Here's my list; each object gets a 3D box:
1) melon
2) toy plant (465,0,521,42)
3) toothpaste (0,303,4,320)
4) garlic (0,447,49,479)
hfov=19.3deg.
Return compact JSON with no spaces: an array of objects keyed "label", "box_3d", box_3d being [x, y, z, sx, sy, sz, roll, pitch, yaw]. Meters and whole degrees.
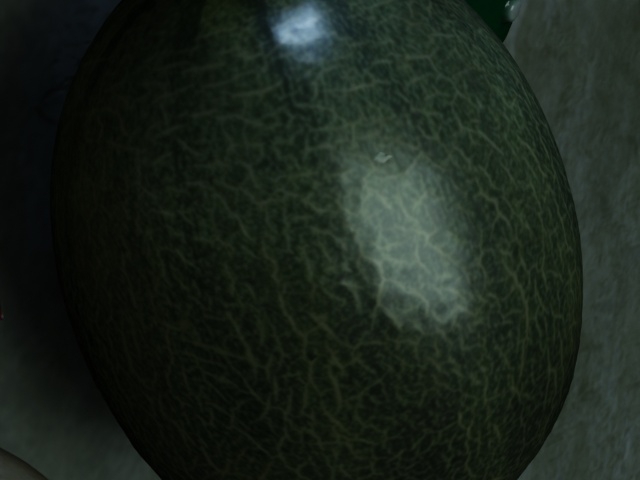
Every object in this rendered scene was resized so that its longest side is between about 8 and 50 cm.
[{"label":"melon","box_3d":[0.000,0.000,0.858,0.237,0.237,0.301,-43,132,-32]},{"label":"toy plant","box_3d":[0.074,-0.215,0.963,0.232,0.113,0.243,-50,144,-23]},{"label":"toothpaste","box_3d":[-0.263,0.078,0.696,0.320,0.076,0.066,-37,132,-36]},{"label":"garlic","box_3d":[-0.162,0.160,0.851,0.266,0.148,0.128,26,48,-49]}]
